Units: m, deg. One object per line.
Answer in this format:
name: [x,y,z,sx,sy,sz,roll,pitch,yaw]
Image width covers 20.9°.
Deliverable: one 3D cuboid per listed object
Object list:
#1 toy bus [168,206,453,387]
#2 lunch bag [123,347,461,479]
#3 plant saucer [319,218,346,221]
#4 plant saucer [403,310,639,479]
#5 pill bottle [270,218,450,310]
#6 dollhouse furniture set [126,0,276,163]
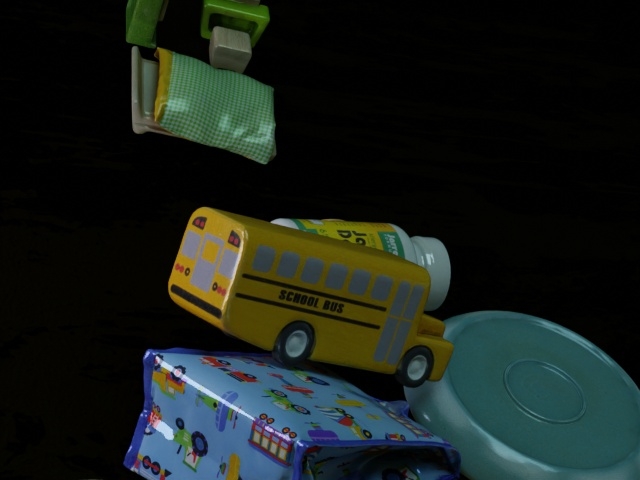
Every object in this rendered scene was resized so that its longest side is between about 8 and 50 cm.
toy bus: [0.002,0.064,1.821,0.333,0.130,0.108,14,6,-42]
lunch bag: [-0.009,0.190,1.742,0.221,0.138,0.293,27,23,37]
plant saucer: [0.000,0.000,2.046,0.083,0.083,0.013,2,62,-27]
plant saucer: [0.250,0.183,1.980,0.318,0.043,0.317,15,37,-12]
pill bottle: [0.038,0.036,1.987,0.208,0.117,0.117,3,40,-26]
dollhouse furniture set: [-0.141,-0.262,2.242,0.198,0.151,0.301,11,38,-16]
